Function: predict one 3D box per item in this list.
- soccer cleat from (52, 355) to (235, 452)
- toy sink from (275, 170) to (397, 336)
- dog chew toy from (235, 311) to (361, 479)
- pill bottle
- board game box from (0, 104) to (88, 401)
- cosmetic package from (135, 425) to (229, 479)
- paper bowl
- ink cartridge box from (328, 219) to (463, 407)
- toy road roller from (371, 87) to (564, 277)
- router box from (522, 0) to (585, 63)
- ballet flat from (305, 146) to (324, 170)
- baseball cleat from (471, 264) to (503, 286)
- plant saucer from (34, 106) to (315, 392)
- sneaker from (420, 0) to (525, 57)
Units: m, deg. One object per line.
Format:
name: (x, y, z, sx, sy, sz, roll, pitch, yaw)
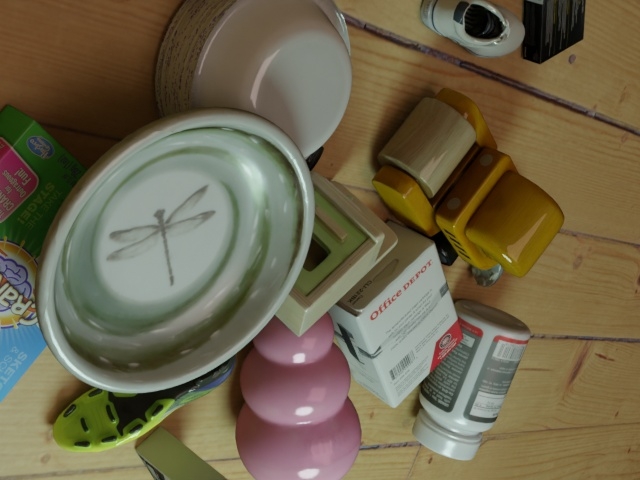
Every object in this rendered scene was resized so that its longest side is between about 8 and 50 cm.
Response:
soccer cleat: (-0.251, 0.231, 1.560, 0.289, 0.093, 0.121, -29, 168, -21)
toy sink: (0.000, 0.000, 1.606, 0.234, 0.153, 0.131, -41, 167, -21)
dog chew toy: (-0.038, 0.239, 1.714, 0.207, 0.207, 0.331, -20, 118, -38)
pill bottle: (0.291, 0.275, 2.105, 0.161, 0.161, 0.283, 7, 107, -48)
board game box: (-0.394, 0.030, 1.307, 0.316, 0.064, 0.242, -53, 140, -10)
cosmetic package: (-0.176, 0.382, 1.610, 0.060, 0.239, 0.098, -43, 137, -21)
paper bowl: (-0.070, -0.217, 1.443, 0.284, 0.148, 0.284, -24, 128, -35)
ink cartridge box: (0.127, 0.130, 1.881, 0.197, 0.114, 0.272, -42, 138, -20)
toy road roller: (0.265, -0.076, 1.805, 0.202, 0.241, 0.329, -53, 140, -10)
router box: (0.422, -0.424, 1.921, 0.133, 0.046, 0.178, -31, 132, -32)
ballet flat: (-0.059, -0.087, 1.623, 0.173, 0.049, 0.057, -54, 168, 0)
baseball cleat: (0.351, -0.009, 2.073, 0.109, 0.072, 0.205, -27, 134, -43)
plant saucer: (-0.191, 0.004, 1.361, 0.401, 0.100, 0.400, -23, 131, -30)
sneaker: (0.273, -0.349, 1.770, 0.258, 0.091, 0.094, 1, 112, -47)
